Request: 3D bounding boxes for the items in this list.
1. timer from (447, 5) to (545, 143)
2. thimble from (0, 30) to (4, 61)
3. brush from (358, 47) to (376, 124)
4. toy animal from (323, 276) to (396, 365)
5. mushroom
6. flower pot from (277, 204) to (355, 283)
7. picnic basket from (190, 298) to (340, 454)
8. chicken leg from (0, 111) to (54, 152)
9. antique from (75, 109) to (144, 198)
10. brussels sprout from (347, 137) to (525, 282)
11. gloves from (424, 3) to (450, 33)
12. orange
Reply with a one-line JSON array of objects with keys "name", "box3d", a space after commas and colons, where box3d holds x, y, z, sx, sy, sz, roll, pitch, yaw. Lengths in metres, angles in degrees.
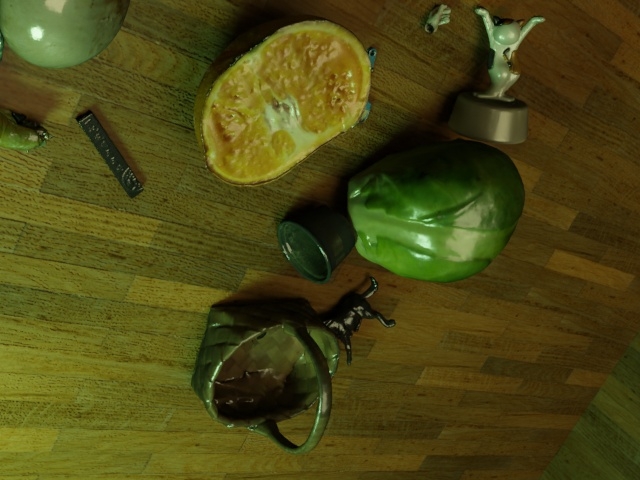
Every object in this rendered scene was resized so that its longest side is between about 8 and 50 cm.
[{"name": "timer", "box3d": [0.383, -0.357, 1.810, 0.175, 0.175, 0.266, -7, 116, -34]}, {"name": "thimble", "box3d": [-0.521, -0.286, 1.199, 0.118, 0.090, 0.135, 7, 116, -40]}, {"name": "brush", "box3d": [0.089, -0.311, 1.709, 0.051, 0.014, 0.164, -10, 124, -34]}, {"name": "toy animal", "box3d": [0.069, 0.198, 2.010, 0.232, 0.084, 0.148, -42, 135, 0]}, {"name": "mushroom", "box3d": [-0.374, -0.362, 1.210, 0.226, 0.178, 0.226, -51, 166, -18]}, {"name": "flower pot", "box3d": [0.000, 0.000, 1.774, 0.107, 0.157, 0.157, -36, 136, -27]}, {"name": "picnic basket", "box3d": [-0.080, 0.304, 1.802, 0.337, 0.337, 0.293, -3, 120, -36]}, {"name": "chicken leg", "box3d": [-0.525, -0.173, 1.292, 0.227, 0.088, 0.103, 20, 96, -51]}, {"name": "antique", "box3d": [-0.365, -0.148, 1.474, 0.031, 0.015, 0.192, -37, 136, -11]}, {"name": "brussels sprout", "box3d": [0.241, -0.068, 1.766, 0.371, 0.315, 0.276, -12, 125, 6]}, {"name": "gloves", "box3d": [0.234, -0.447, 1.704, 0.081, 0.037, 0.044, -40, 163, -22]}, {"name": "orange", "box3d": [-0.067, -0.252, 1.466, 0.310, 0.274, 0.274, -19, 141, 21]}]
